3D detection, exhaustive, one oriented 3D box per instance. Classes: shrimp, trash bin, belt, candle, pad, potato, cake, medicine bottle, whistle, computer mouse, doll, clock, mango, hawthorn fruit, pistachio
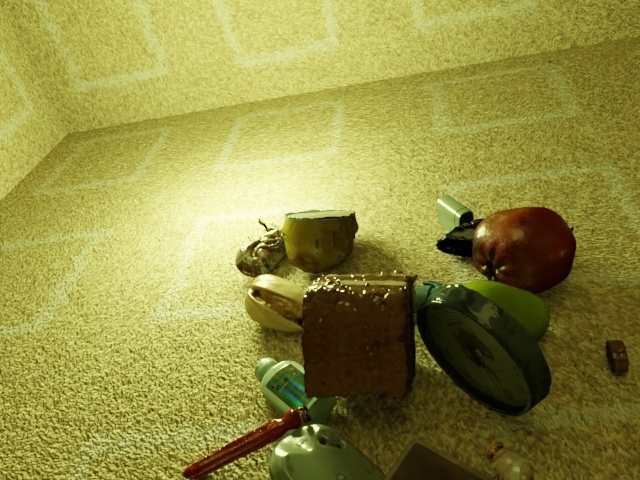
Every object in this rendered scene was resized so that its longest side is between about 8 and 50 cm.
[{"bbox_3d":[-0.166,0.003,1.879,0.145,0.116,0.343,26,50,24],"label":"shrimp"},{"bbox_3d":[0.439,-0.072,1.764,0.059,0.116,0.130,-22,35,-12],"label":"trash bin"},{"bbox_3d":[0.689,0.268,1.263,0.036,0.059,0.083,-3,38,14],"label":"belt"},{"bbox_3d":[-0.169,0.469,1.252,0.329,0.051,0.048,-28,60,5],"label":"candle"},{"bbox_3d":[0.264,0.511,1.079,0.266,0.002,0.176,21,37,29],"label":"pad"},{"bbox_3d":[0.000,0.000,1.781,0.246,0.196,0.300,4,11,20],"label":"potato"},{"bbox_3d":[0.107,0.219,1.308,0.256,0.282,0.290,0,4,19],"label":"cake"},{"bbox_3d":[-0.076,0.375,1.369,0.121,0.083,0.229,-39,41,-25],"label":"medicine bottle"},{"bbox_3d":[0.323,0.171,1.511,0.269,0.093,0.180,3,32,32],"label":"whistle"},{"bbox_3d":[0.471,0.003,1.645,0.242,0.146,0.077,-10,52,11],"label":"computer mouse"},{"bbox_3d":[0.383,0.471,1.091,0.084,0.073,0.127,-37,34,-7],"label":"doll"},{"bbox_3d":[0.347,0.241,1.197,0.067,0.325,0.325,-36,41,-21],"label":"clock"},{"bbox_3d":[0.441,0.198,1.352,0.273,0.149,0.185,12,61,-3],"label":"mango"},{"bbox_3d":[0.578,0.015,1.494,0.300,0.254,0.254,-25,37,-21],"label":"hawthorn fruit"},{"bbox_3d":[0.036,0.519,1.127,0.197,0.095,0.331,-25,45,-36],"label":"computer mouse"},{"bbox_3d":[-0.123,0.190,1.597,0.229,0.157,0.157,21,48,31],"label":"pistachio"}]
